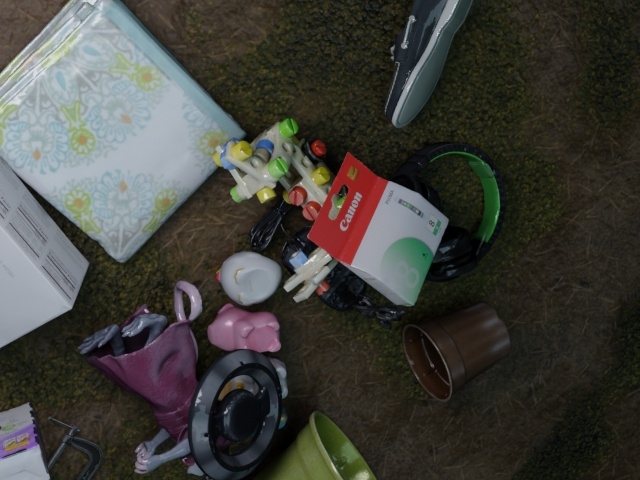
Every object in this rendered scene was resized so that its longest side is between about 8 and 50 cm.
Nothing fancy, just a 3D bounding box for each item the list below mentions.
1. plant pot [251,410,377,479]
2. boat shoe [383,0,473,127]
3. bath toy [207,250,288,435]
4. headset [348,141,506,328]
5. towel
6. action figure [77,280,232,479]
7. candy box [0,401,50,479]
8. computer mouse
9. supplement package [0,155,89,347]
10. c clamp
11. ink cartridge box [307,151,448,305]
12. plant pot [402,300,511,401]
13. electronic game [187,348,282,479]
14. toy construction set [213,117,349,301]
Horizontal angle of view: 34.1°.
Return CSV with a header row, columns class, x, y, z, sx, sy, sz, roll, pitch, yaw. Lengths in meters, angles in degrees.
class,x,y,z,sx,sy,sz,roll,pitch,yaw
plant pot,-0.035,0.509,1.997,0.254,0.276,0.276,-35,115,7
boat shoe,0.180,-0.352,1.882,0.303,0.091,0.114,-63,159,5
bath toy,-0.139,0.178,1.909,0.151,0.129,0.348,-6,109,-16
headset,0.206,-0.008,1.943,0.394,0.185,0.243,-47,116,-14
towel,-0.353,-0.192,1.740,0.320,0.090,0.374,-45,116,1
action figure,-0.249,0.281,1.859,0.275,0.248,0.370,-41,109,-12
candy box,-0.556,0.365,1.775,0.164,0.196,0.070,-18,109,-14
computer mouse,0.000,0.000,1.947,0.262,0.060,0.184,37,84,-22
supplement package,-0.540,0.021,1.669,0.204,0.145,0.262,-27,115,16
c clamp,-0.476,0.410,1.919,0.137,0.022,0.161,27,94,-30
ink cartridge box,0.105,-0.020,1.783,0.224,0.056,0.181,38,64,-30
plant pot,0.274,0.208,2.059,0.165,0.167,0.167,-24,113,-21
electronic game,-0.144,0.300,1.798,0.229,0.048,0.229,-8,101,-51
toy construction set,-0.041,-0.066,1.789,0.151,0.215,0.328,-15,114,31
